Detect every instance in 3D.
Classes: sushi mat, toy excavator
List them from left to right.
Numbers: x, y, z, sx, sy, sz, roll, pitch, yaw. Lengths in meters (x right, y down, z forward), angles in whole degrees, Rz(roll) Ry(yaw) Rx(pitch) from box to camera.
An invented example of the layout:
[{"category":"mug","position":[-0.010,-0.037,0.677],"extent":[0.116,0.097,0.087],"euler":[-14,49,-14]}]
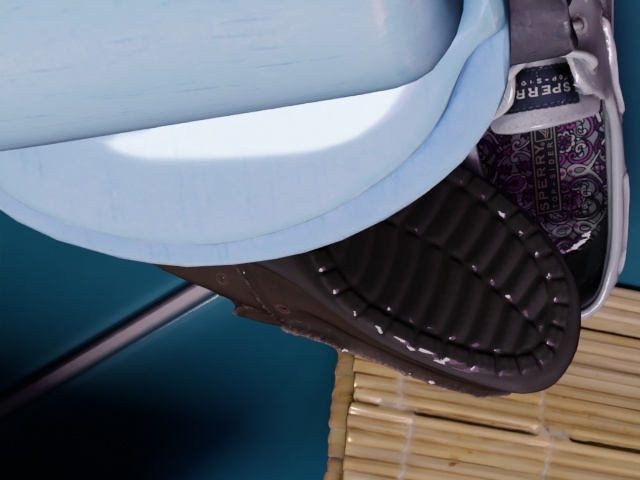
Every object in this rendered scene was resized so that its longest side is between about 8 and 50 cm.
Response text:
[{"category":"toy excavator","position":[-0.066,-0.151,0.398],"extent":[0.222,0.445,0.432],"euler":[-9,115,8]},{"category":"sushi mat","position":[0.154,0.099,0.804],"extent":[0.317,0.151,0.019],"euler":[11,163,-14]}]

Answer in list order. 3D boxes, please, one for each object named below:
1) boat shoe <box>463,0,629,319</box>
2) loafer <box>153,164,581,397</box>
[{"category":"boat shoe","position":[0.086,-0.067,0.703],"extent":[0.079,0.081,0.227],"euler":[-14,124,2]},{"category":"loafer","position":[0.000,0.000,0.719],"extent":[0.220,0.080,0.078],"euler":[27,157,9]}]
